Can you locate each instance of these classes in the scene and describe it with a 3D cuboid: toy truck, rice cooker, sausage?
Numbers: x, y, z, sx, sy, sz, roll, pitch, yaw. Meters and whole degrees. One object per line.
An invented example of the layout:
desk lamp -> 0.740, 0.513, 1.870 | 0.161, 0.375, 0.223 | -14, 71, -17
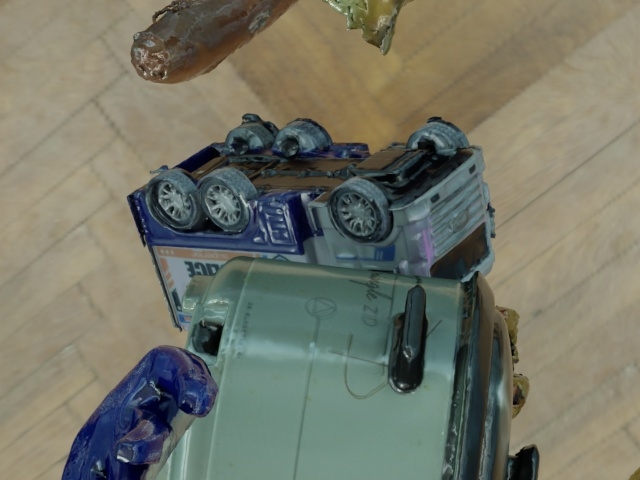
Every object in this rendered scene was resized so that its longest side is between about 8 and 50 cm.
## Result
toy truck -> 0.000, 0.000, 1.157 | 0.268, 0.124, 0.155 | 4, 119, 40
rice cooker -> 0.022, 0.131, 0.973 | 0.227, 0.241, 0.280 | 7, 138, 4
sausage -> -0.076, -0.250, 1.596 | 0.079, 0.087, 0.326 | 39, 59, 13

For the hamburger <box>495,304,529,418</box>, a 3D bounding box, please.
hamburger -> 0.073, 0.121, 1.388 | 0.231, 0.231, 0.106 | -6, 80, 12

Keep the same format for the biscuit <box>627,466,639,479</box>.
biscuit -> 0.362, 0.303, 1.711 | 0.212, 0.238, 0.041 | -37, 97, 34

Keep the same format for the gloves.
gloves -> -0.053, 0.058, 0.437 | 0.026, 0.086, 0.064 | 38, 120, -7

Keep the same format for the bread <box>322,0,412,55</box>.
bread -> 0.039, -0.337, 1.260 | 0.248, 0.279, 0.315 | 30, 95, -8
